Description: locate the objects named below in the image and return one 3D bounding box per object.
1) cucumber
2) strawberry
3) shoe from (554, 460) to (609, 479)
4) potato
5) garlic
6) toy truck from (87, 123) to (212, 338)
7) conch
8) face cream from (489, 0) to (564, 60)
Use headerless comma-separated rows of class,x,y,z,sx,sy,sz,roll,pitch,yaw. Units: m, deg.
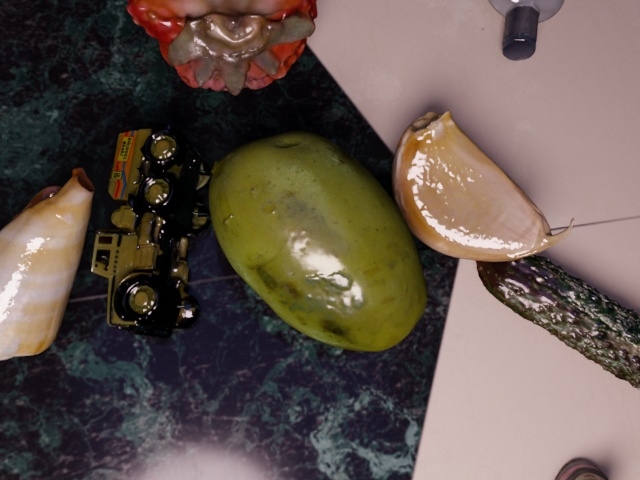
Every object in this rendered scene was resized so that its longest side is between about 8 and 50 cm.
cucumber,0.376,0.112,0.729,0.359,0.096,0.096,33,73,0
strawberry,-0.136,-0.362,0.761,0.264,0.149,0.337,-11,67,-5
shoe,0.321,0.362,0.654,0.180,0.092,0.089,-39,85,-16
potato,0.001,-0.001,0.642,0.304,0.216,0.216,43,73,9
garlic,0.198,-0.058,0.709,0.245,0.164,0.145,42,55,11
toy truck,-0.217,-0.009,0.659,0.127,0.127,0.257,-2,76,6
conch,-0.329,0.045,0.604,0.255,0.158,0.127,-44,113,4
face cream,0.346,-0.442,0.887,0.143,0.071,0.292,15,74,-5
